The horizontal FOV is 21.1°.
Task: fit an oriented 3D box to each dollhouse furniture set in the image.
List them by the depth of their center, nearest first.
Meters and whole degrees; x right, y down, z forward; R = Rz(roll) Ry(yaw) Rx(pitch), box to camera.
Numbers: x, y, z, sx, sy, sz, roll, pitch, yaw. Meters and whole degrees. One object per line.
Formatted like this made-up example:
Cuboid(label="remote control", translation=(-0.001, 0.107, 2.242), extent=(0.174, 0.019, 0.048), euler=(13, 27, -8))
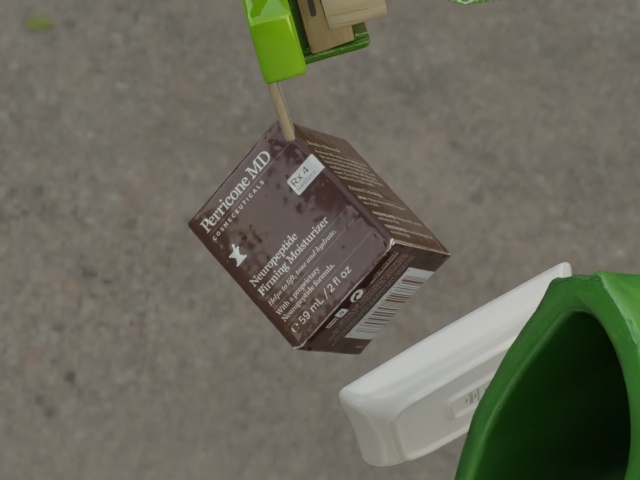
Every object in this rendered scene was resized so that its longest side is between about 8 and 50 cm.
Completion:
Cuboid(label="dollhouse furniture set", translation=(0.089, -0.203, 1.408), extent=(0.301, 0.151, 0.197), euler=(-16, 41, 1))

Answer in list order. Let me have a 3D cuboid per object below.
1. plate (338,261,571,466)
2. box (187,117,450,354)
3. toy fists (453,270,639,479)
Cuboid(label="plate", translation=(0.162, 0.152, 1.863), extent=(0.278, 0.277, 0.045), euler=(-30, 66, -5))
Cuboid(label="box", translation=(0.000, 0.000, 1.915), extent=(0.203, 0.168, 0.167), euler=(47, 16, 22))
Cuboid(label="toy fists", translation=(0.100, 0.124, 0.475), extent=(0.142, 0.279, 0.096), euler=(3, 36, -22))
